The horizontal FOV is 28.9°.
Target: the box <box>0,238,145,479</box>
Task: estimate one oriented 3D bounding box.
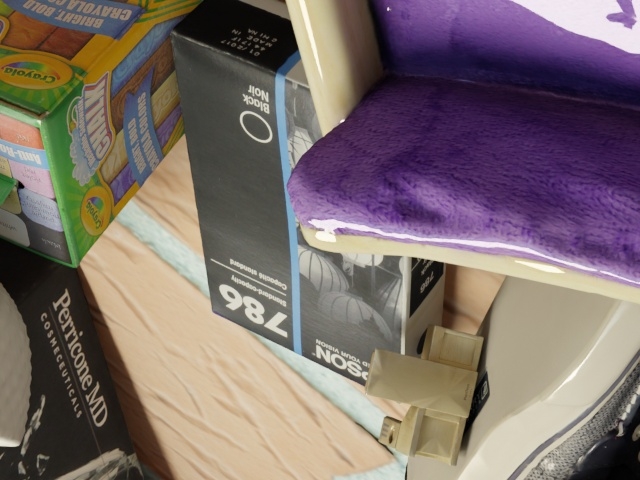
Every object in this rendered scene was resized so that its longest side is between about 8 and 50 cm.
[{"bbox_3d":[-0.415,0.297,1.119,0.297,0.472,0.480,13,133,26],"label":"box"}]

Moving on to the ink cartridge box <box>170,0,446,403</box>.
[{"bbox_3d":[0.000,0.000,0.820,0.165,0.065,0.333,24,145,23],"label":"ink cartridge box"}]

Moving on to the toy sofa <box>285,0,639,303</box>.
[{"bbox_3d":[0.152,-0.076,0.516,0.362,0.177,0.150,14,141,28],"label":"toy sofa"}]

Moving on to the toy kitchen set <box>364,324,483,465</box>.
[{"bbox_3d":[0.055,0.095,0.807,0.068,0.083,0.075,14,175,-11],"label":"toy kitchen set"}]

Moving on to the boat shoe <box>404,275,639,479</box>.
[{"bbox_3d":[0.179,0.101,0.781,0.158,0.127,0.340,14,141,-12],"label":"boat shoe"}]

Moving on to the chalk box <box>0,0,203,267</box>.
[{"bbox_3d":[-0.173,-0.085,0.735,0.132,0.213,0.132,22,143,16],"label":"chalk box"}]

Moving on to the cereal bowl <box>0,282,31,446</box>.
[{"bbox_3d":[-0.341,0.036,0.768,0.339,0.141,0.339,8,168,2],"label":"cereal bowl"}]
